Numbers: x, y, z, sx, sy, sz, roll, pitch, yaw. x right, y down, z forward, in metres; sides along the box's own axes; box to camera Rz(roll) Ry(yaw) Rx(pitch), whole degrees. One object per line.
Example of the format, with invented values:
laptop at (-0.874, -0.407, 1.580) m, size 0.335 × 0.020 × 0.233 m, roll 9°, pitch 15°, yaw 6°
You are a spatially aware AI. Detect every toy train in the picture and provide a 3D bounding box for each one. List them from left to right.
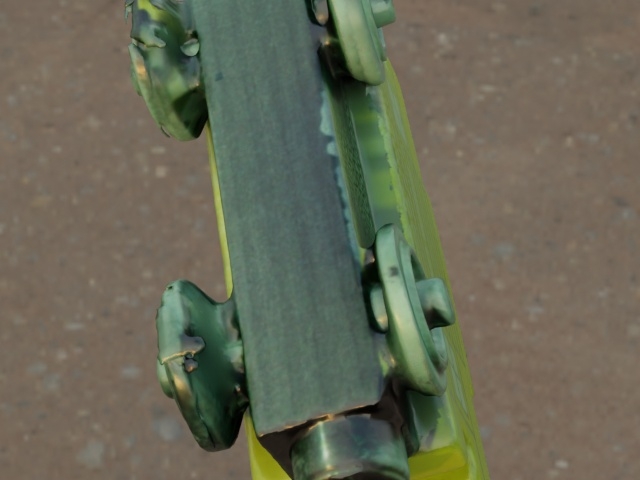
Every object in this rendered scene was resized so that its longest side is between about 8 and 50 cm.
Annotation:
toy train at (0.000, 0.000, 1.016) m, size 0.179 × 0.272 × 0.442 m, roll -16°, pitch 55°, yaw 9°
